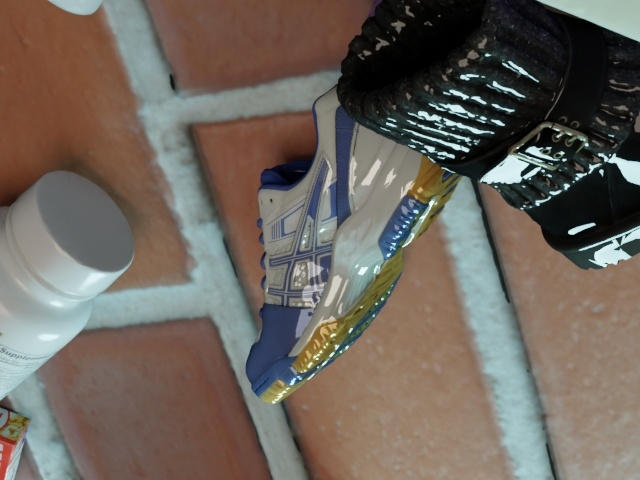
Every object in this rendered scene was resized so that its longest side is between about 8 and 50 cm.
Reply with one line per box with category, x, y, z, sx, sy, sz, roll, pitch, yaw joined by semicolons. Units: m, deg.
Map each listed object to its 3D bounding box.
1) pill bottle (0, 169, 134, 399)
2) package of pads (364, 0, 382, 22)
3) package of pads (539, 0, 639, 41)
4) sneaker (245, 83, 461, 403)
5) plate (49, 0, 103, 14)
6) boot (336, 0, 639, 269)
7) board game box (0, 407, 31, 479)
pill bottle;-0.265;0.046;1.557;0.131;0.131;0.229;44;121;-13
package of pads;0.078;-0.163;1.385;0.083;0.050;0.032;-5;119;17
package of pads;0.200;-0.249;1.196;0.296;0.229;0.101;23;146;2
sneaker;0.000;0.000;1.491;0.131;0.112;0.296;39;123;11
plate;-0.236;-0.309;1.309;0.278;0.045;0.277;30;133;-8
boot;0.208;-0.128;1.281;0.260;0.131;0.348;35;125;-29
board game box;-0.379;0.196;1.730;0.193;0.045;0.147;20;124;2
